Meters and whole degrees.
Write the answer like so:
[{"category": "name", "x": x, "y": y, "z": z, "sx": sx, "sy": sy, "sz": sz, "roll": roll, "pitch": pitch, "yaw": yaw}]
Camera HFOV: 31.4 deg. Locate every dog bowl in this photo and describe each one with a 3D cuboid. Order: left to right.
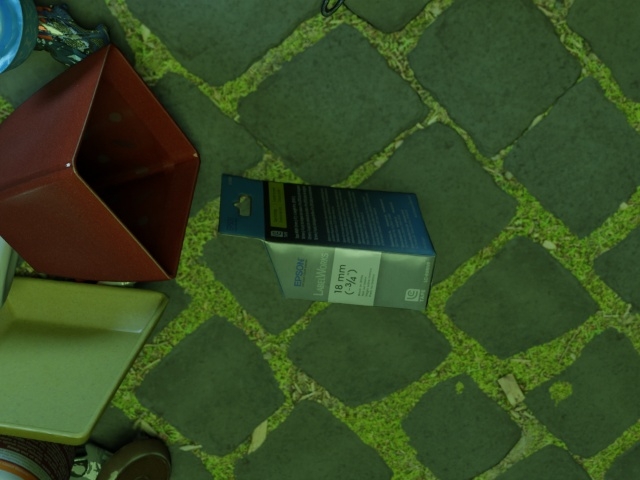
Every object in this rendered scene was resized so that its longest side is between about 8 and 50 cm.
[{"category": "dog bowl", "x": -0.543, "y": -0.345, "z": 1.667, "sx": 0.297, "sy": 0.074, "sz": 0.166, "roll": 27, "pitch": 106, "yaw": 12}]

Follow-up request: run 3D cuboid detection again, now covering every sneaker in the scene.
[{"category": "sneaker", "x": -0.424, "y": -0.331, "z": 1.747, "sx": 0.221, "sy": 0.083, "sz": 0.087, "roll": 23, "pitch": 94, "yaw": -16}, {"category": "sneaker", "x": -0.459, "y": 0.462, "z": 2.082, "sx": 0.132, "sy": 0.086, "sz": 0.228, "roll": 33, "pitch": 97, "yaw": -12}]

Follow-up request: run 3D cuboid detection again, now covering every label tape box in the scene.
[{"category": "label tape box", "x": 0.000, "y": 0.000, "z": 1.824, "sx": 0.334, "sy": 0.240, "sz": 0.106, "roll": 5, "pitch": 115, "yaw": -6}]

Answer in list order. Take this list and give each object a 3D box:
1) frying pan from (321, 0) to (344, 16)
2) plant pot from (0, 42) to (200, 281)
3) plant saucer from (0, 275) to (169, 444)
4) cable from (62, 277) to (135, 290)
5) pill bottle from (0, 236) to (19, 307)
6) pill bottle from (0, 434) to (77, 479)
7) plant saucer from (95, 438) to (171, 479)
[{"category": "frying pan", "x": 0.094, "y": -0.503, "z": 1.721, "sx": 0.326, "sy": 0.053, "sz": 0.197, "roll": -32, "pitch": 111, "yaw": 6}, {"category": "plant pot", "x": -0.367, "y": -0.093, "z": 1.732, "sx": 0.236, "sy": 0.267, "sz": 0.267, "roll": -13, "pitch": 136, "yaw": 23}, {"category": "plant saucer", "x": -0.439, "y": 0.197, "z": 1.790, "sx": 0.333, "sy": 0.333, "sz": 0.081, "roll": 5, "pitch": 127, "yaw": 17}, {"category": "cable", "x": -0.427, "y": 0.094, "z": 1.924, "sx": 0.287, "sy": 0.072, "sz": 0.139, "roll": -27, "pitch": 107, "yaw": 7}, {"category": "pill bottle", "x": -0.651, "y": -0.010, "z": 1.799, "sx": 0.334, "sy": 0.188, "sz": 0.188, "roll": 13, "pitch": 112, "yaw": -9}, {"category": "pill bottle", "x": -0.518, "y": 0.362, "z": 1.857, "sx": 0.224, "sy": 0.392, "sz": 0.224, "roll": -1, "pitch": 114, "yaw": -3}, {"category": "plant saucer", "x": -0.333, "y": 0.438, "z": 2.050, "sx": 0.168, "sy": 0.029, "sz": 0.168, "roll": -25, "pitch": 130, "yaw": -33}]
